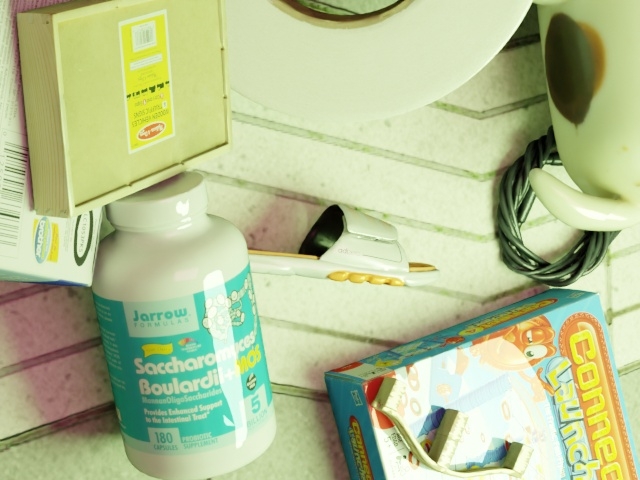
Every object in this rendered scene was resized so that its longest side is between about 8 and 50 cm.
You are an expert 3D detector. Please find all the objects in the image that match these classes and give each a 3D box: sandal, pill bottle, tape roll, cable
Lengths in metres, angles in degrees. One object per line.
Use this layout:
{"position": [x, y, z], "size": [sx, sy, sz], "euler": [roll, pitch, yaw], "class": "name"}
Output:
{"position": [0.004, 0.001, 1.538], "size": [0.265, 0.102, 0.076], "euler": [6, 91, -25], "class": "sandal"}
{"position": [-0.129, 0.074, 1.420], "size": [0.146, 0.146, 0.264], "euler": [-19, 112, -26], "class": "pill bottle"}
{"position": [0.022, -0.306, 1.450], "size": [0.392, 0.072, 0.392], "euler": [1, 103, 5], "class": "tape roll"}
{"position": [0.263, -0.037, 1.701], "size": [0.184, 0.047, 0.150], "euler": [-45, 109, -19], "class": "cable"}

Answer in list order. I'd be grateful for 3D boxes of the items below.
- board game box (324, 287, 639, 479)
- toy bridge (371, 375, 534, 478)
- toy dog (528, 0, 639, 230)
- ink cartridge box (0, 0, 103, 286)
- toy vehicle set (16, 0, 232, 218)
{"position": [0.186, 0.240, 1.643], "size": [0.302, 0.086, 0.308], "euler": [-19, 99, -25], "class": "board game box"}
{"position": [0.125, 0.199, 1.547], "size": [0.188, 0.026, 0.063], "euler": [28, 79, -24], "class": "toy bridge"}
{"position": [0.299, -0.246, 1.614], "size": [0.395, 0.284, 0.408], "euler": [-35, 101, -12], "class": "toy dog"}
{"position": [-0.297, -0.108, 1.268], "size": [0.395, 0.151, 0.270], "euler": [15, 82, -62], "class": "ink cartridge box"}
{"position": [-0.159, -0.131, 1.339], "size": [0.267, 0.035, 0.166], "euler": [-29, 121, -59], "class": "toy vehicle set"}
